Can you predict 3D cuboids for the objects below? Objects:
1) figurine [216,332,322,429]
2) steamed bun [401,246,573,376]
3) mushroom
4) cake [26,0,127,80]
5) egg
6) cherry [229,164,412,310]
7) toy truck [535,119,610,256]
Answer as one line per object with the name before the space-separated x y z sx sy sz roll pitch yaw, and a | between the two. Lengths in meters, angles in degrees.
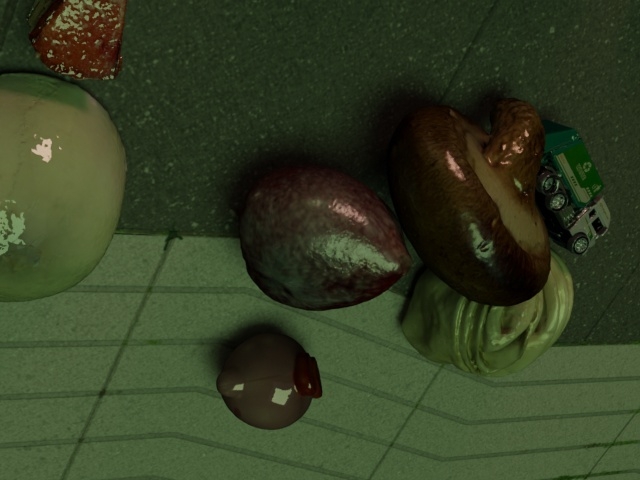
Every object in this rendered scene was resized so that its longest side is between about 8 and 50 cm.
figurine | -0.090 0.242 1.545 0.173 0.173 0.173 -13 128 -17
steamed bun | 0.329 0.134 1.639 0.289 0.203 0.276 1 123 -27
mushroom | 0.237 -0.052 1.398 0.345 0.345 0.239 5 150 -28
cake | -0.295 -0.310 1.088 0.116 0.086 0.220 -4 126 -26
egg | -0.396 -0.032 1.172 0.337 0.201 0.337 -14 131 -16
cherry | 0.000 0.000 1.358 0.203 0.300 0.230 -54 151 -46
toy truck | 0.412 -0.095 1.559 0.124 0.114 0.253 -41 120 -6
